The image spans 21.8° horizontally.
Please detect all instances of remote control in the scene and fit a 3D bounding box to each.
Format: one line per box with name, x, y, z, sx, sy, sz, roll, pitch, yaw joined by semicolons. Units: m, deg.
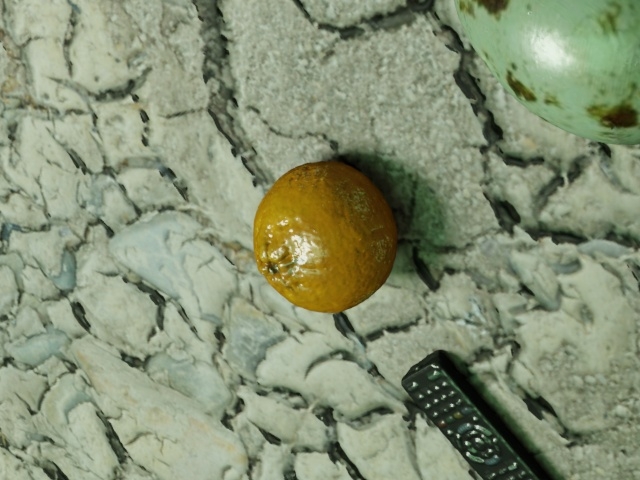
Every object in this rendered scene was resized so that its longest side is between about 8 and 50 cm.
remote control;0.170;0.207;1.556;0.245;0.025;0.063;50;133;-5

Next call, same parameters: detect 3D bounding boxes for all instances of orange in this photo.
orange;0.002;0.001;1.470;0.135;0.117;0.135;17;133;19

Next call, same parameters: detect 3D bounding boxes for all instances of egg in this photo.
egg;0.198;-0.162;1.204;0.231;0.169;0.169;27;131;30
